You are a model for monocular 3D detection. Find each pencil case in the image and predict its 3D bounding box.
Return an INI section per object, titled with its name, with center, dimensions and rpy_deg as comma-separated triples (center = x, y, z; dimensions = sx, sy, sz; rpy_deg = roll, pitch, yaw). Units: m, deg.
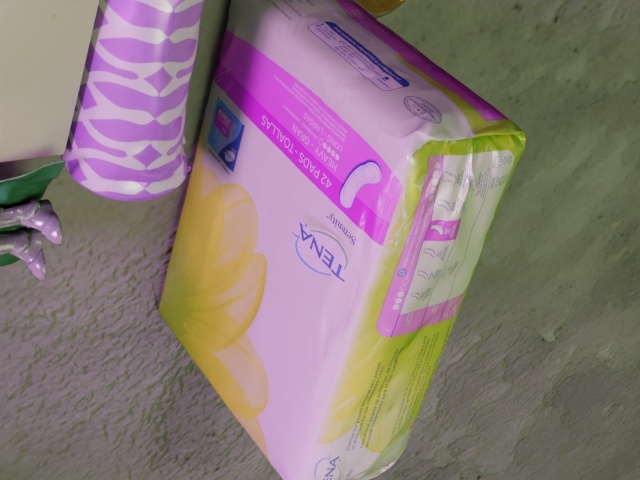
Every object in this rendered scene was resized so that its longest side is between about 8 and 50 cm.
[pencil case]
center = -0.104, -0.121, 0.650
dimensions = 0.088, 0.086, 0.206
rpy_deg = -10, 130, -33

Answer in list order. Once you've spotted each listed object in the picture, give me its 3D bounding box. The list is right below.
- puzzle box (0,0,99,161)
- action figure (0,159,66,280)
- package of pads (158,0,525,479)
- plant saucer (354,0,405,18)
[puzzle box]
center = -0.210, -0.194, 0.471
dimensions = 0.272, 0.052, 0.409
rpy_deg = -10, 139, -37
[action figure]
center = -0.275, 0.006, 0.630
dimensions = 0.232, 0.063, 0.137
rpy_deg = -7, 153, -30
[package of pads]
center = 0.000, 0.000, 0.736
dimensions = 0.101, 0.229, 0.296
rpy_deg = -9, 130, -35
[plant saucer]
center = 0.046, -0.194, 0.771
dimensions = 0.083, 0.015, 0.083
rpy_deg = -23, 137, -24
